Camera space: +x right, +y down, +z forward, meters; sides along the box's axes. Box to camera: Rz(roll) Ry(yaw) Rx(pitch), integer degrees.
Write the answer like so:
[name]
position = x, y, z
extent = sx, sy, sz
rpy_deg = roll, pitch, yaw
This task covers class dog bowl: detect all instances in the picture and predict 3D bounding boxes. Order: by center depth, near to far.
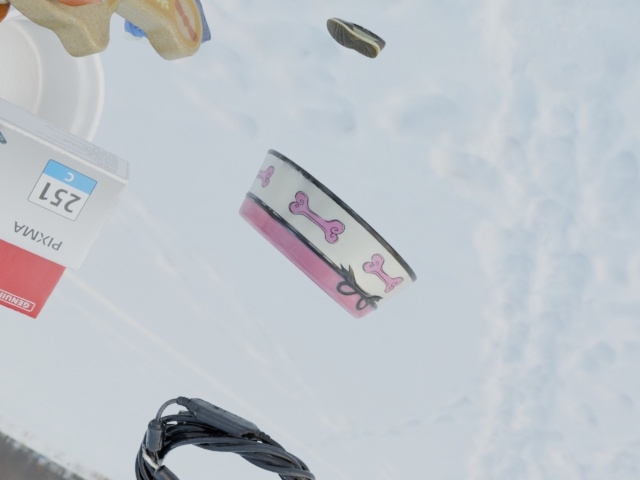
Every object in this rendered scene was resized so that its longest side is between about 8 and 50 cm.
[dog bowl]
position = 0.000, 0.000, 1.796
extent = 0.408, 0.150, 0.408
rpy_deg = 41, 177, 2

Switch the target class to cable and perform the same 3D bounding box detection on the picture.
[cable]
position = -0.088, 0.232, 0.812
extent = 0.184, 0.047, 0.150
rpy_deg = 24, 116, 0

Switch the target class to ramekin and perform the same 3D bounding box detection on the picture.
[ramekin]
position = -0.469, -0.219, 1.283
extent = 0.135, 0.277, 0.277
rpy_deg = 20, 157, 28

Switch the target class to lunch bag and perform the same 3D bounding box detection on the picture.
[lunch bag]
position = -0.254, -0.409, 1.615
extent = 0.065, 0.067, 0.098
rpy_deg = -13, 101, 16

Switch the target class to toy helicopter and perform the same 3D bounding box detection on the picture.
[toy helicopter]
position = -0.218, -0.285, 0.854
extent = 0.140, 0.235, 0.355
rpy_deg = -7, 168, 20

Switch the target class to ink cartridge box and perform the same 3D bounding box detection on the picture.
[ink cartridge box]
position = -0.412, -0.043, 1.001
extent = 0.296, 0.261, 0.066
rpy_deg = 27, -159, -23

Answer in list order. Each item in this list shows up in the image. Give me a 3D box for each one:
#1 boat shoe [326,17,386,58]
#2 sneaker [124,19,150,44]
[boat shoe]
position = 0.080, -0.460, 1.949
extent = 0.152, 0.049, 0.056
rpy_deg = 38, 147, 21
[sneaker]
position = -0.354, -0.456, 1.800
extent = 0.152, 0.058, 0.085
rpy_deg = 18, 120, 37
